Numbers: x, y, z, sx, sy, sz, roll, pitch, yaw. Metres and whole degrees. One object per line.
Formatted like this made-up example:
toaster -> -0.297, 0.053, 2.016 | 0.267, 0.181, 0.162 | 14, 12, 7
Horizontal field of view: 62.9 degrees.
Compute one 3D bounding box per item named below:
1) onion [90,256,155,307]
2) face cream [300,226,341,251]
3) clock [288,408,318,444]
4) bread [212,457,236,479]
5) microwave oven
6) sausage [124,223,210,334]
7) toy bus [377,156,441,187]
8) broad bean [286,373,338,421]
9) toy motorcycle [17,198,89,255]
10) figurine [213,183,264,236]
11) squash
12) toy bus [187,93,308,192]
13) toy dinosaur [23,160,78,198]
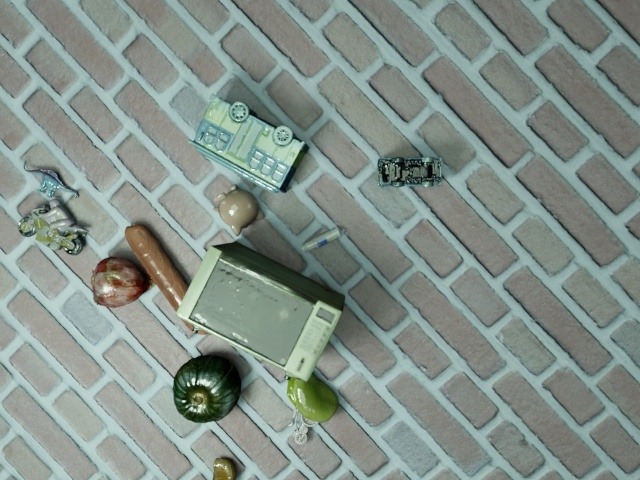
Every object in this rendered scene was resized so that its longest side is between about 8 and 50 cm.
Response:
onion -> -0.609, 0.130, 1.627 | 0.195, 0.159, 0.159 | 4, 96, -25
face cream -> 0.000, 0.000, 1.609 | 0.130, 0.034, 0.034 | -25, 92, 6
clock -> -0.054, 0.579, 1.660 | 0.087, 0.041, 0.129 | 25, 91, -1
bread -> -0.310, 0.757, 1.687 | 0.082, 0.060, 0.113 | 16, 98, 4
microwave oven -> -0.158, 0.199, 1.491 | 0.395, 0.333, 0.247 | 26, 93, 3
sausage -> -0.474, 0.125, 1.635 | 0.088, 0.088, 0.433 | -36, 91, 7
toy bus -> 0.255, -0.200, 1.535 | 0.185, 0.106, 0.090 | -1, 98, 0
broad bean -> -0.026, 0.482, 1.617 | 0.174, 0.082, 0.124 | 43, 57, 6
toy motorcycle -> -0.842, -0.052, 1.659 | 0.225, 0.073, 0.152 | 22, 94, 3
figurine -> -0.250, -0.095, 1.586 | 0.125, 0.125, 0.138 | -32, 104, 7
squash -> -0.351, 0.457, 1.610 | 0.218, 0.172, 0.218 | -3, 124, -5
toy bus -> -0.206, -0.284, 1.545 | 0.312, 0.152, 0.190 | 29, 96, 1
toy dinosaur -> -0.862, -0.183, 1.665 | 0.197, 0.045, 0.080 | 33, 84, -6
